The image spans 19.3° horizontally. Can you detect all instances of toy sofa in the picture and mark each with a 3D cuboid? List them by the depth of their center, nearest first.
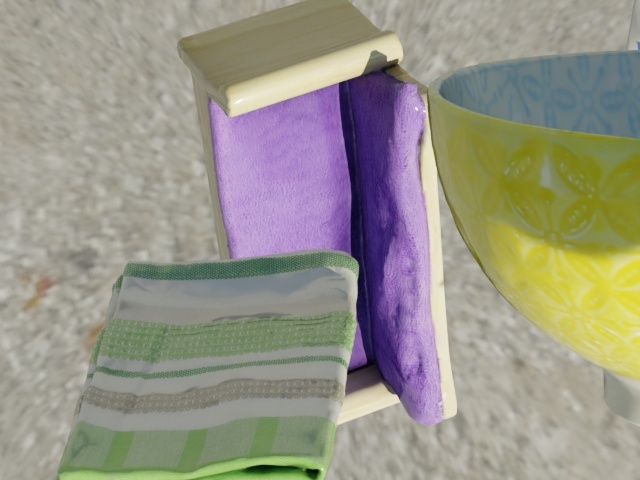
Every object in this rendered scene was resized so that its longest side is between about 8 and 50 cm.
[{"bbox_3d":[0.000,0.000,1.531,0.150,0.177,0.362,-18,128,-16],"label":"toy sofa"}]

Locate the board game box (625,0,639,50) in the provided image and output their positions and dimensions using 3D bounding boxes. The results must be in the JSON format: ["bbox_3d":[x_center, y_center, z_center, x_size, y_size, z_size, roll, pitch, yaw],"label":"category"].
[{"bbox_3d":[0.386,-0.221,1.363,0.302,0.086,0.308,30,129,36],"label":"board game box"}]

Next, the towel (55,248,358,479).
[{"bbox_3d":[-0.044,0.050,0.777,0.113,0.152,0.023,-6,119,10],"label":"towel"}]

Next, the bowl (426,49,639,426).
[{"bbox_3d":[0.191,0.003,0.879,0.289,0.289,0.156,0,103,-1],"label":"bowl"}]
